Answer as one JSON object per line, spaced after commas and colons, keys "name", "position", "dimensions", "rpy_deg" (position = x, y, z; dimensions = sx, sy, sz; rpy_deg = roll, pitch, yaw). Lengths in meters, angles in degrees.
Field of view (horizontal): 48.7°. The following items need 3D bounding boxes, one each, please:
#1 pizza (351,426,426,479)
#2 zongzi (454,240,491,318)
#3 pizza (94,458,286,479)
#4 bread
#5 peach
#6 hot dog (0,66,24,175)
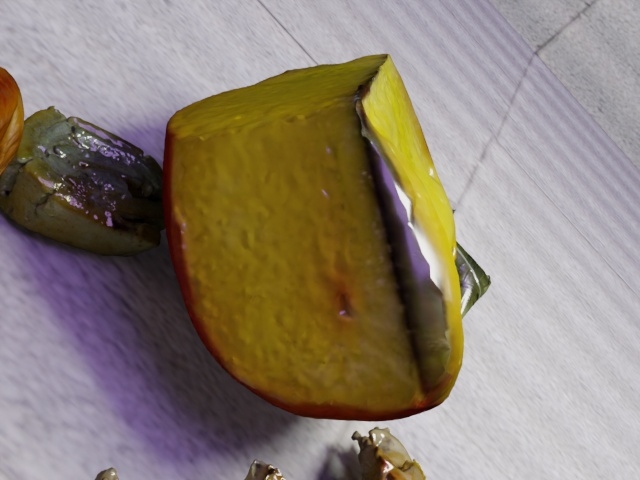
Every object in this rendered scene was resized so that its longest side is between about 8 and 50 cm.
{"name": "pizza", "position": [0.085, 0.270, 0.579], "dimensions": [0.189, 0.071, 0.297], "rpy_deg": [57, 5, -20]}
{"name": "zongzi", "position": [0.175, 0.053, 0.977], "dimensions": [0.104, 0.052, 0.113], "rpy_deg": [46, 46, 7]}
{"name": "pizza", "position": [-0.084, 0.258, 0.444], "dimensions": [0.323, 0.089, 0.223], "rpy_deg": [14, 54, -44]}
{"name": "bread", "position": [-0.201, -0.048, 0.625], "dimensions": [0.156, 0.064, 0.117], "rpy_deg": [22, 44, -33]}
{"name": "peach", "position": [0.000, 0.000, 0.657], "dimensions": [0.380, 0.242, 0.306], "rpy_deg": [-82, 153, -64]}
{"name": "hot dog", "position": [-0.307, -0.047, 0.367], "dimensions": [0.185, 0.223, 0.405], "rpy_deg": [36, 36, -14]}
